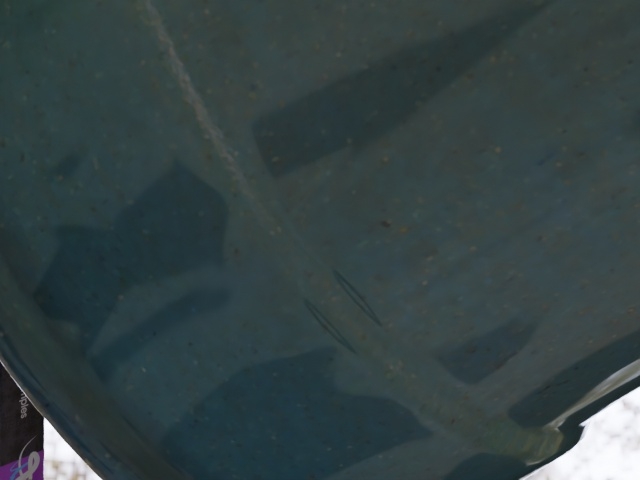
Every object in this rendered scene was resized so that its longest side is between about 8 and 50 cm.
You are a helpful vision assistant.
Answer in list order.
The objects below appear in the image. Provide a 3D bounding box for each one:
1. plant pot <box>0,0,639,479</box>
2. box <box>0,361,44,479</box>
[{"bbox_3d":[0.085,-0.102,0.599,0.334,0.341,0.341,-28,-56,24],"label":"plant pot"},{"bbox_3d":[-0.160,0.022,0.781,0.029,0.116,0.162,-21,-53,-41],"label":"box"}]
